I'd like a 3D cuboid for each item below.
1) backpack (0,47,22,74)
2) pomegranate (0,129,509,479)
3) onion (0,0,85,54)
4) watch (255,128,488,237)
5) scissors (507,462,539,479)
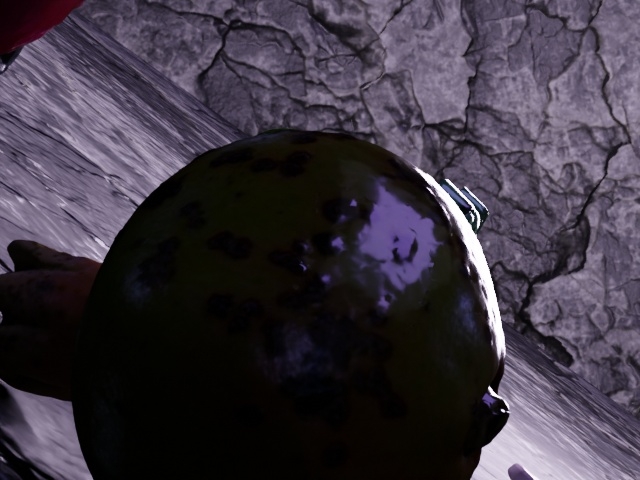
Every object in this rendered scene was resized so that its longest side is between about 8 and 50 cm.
[{"bbox_3d":[-0.288,-0.197,1.326,0.206,0.133,0.258,37,-3,-30],"label":"backpack"},{"bbox_3d":[-0.029,0.038,0.703,0.205,0.159,0.159,7,-10,27],"label":"pomegranate"},{"bbox_3d":[-0.250,-0.227,1.033,0.337,0.282,0.260,42,40,-30],"label":"onion"},{"bbox_3d":[0.000,0.000,1.110,0.152,0.131,0.165,37,-32,17],"label":"watch"},{"bbox_3d":[0.162,0.190,1.272,0.110,0.021,0.212,40,5,5],"label":"scissors"}]
